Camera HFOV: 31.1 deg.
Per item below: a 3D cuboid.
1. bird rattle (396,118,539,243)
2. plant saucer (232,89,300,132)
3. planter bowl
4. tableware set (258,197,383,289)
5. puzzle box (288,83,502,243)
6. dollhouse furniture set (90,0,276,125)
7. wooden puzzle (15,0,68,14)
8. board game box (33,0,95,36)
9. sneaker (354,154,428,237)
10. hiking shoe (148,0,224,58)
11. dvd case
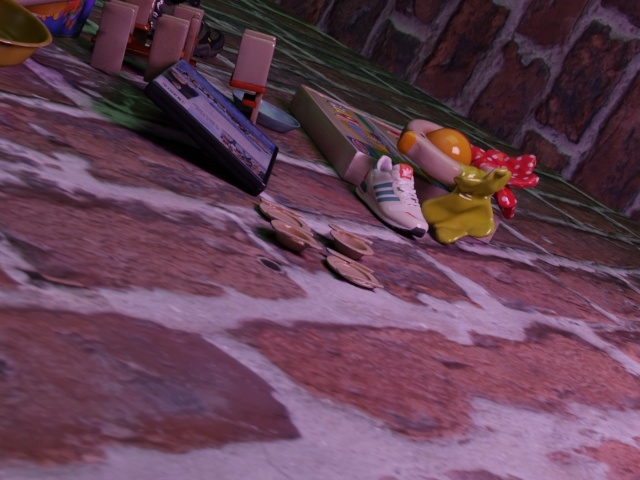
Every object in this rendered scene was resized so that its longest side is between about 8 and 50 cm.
[{"bbox_3d":[0.214,-0.114,1.682,0.207,0.143,0.253,38,32,6],"label":"bird rattle"},{"bbox_3d":[-0.089,-0.199,1.806,0.119,0.021,0.119,27,13,-7],"label":"plant saucer"},{"bbox_3d":[-0.376,-0.201,1.099,0.217,0.090,0.217,26,17,-9],"label":"planter bowl"},{"bbox_3d":[0.000,0.000,1.256,0.141,0.020,0.168,25,13,-13],"label":"tableware set"},{"bbox_3d":[0.111,-0.137,1.911,0.272,0.052,0.409,22,15,-22],"label":"puzzle box"},{"bbox_3d":[-0.203,-0.262,1.673,0.259,0.135,0.262,15,15,-6],"label":"dollhouse furniture set"},{"bbox_3d":[-0.436,-0.348,1.367,0.348,0.080,0.322,39,37,25],"label":"wooden puzzle"},{"bbox_3d":[-0.511,-0.401,1.595,0.347,0.078,0.233,30,14,8],"label":"board game box"},{"bbox_3d":[0.106,-0.066,1.585,0.057,0.075,0.161,19,16,-32],"label":"sneaker"},{"bbox_3d":[-0.235,-0.400,2.057,0.086,0.114,0.227,36,16,28],"label":"hiking shoe"},{"bbox_3d":[-0.130,-0.147,1.438,0.180,0.022,0.253,43,11,-9],"label":"dvd case"}]
